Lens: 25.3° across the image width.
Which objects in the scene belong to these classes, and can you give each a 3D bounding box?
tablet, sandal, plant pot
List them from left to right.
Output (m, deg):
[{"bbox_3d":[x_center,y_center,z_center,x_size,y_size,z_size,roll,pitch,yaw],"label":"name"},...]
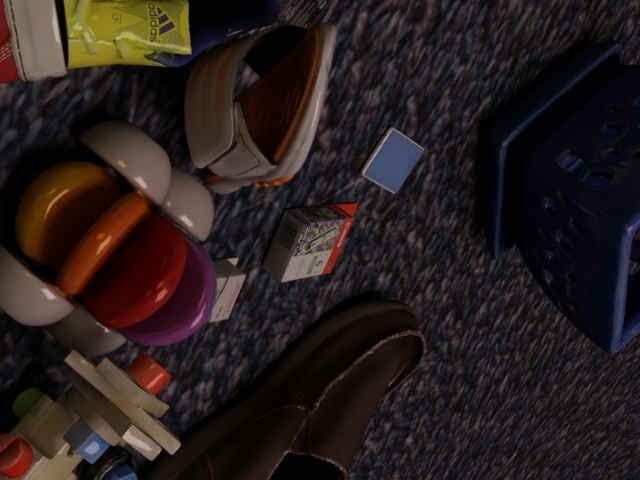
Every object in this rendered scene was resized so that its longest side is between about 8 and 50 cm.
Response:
[{"bbox_3d":[-0.065,-0.086,1.008,0.265,0.076,0.102,156,-51,-67],"label":"sandal"},{"bbox_3d":[0.070,-0.077,1.376,0.054,0.006,0.083,-57,152,5],"label":"tablet"},{"bbox_3d":[0.309,-0.060,1.536,0.236,0.212,0.236,-41,149,-24],"label":"plant pot"}]

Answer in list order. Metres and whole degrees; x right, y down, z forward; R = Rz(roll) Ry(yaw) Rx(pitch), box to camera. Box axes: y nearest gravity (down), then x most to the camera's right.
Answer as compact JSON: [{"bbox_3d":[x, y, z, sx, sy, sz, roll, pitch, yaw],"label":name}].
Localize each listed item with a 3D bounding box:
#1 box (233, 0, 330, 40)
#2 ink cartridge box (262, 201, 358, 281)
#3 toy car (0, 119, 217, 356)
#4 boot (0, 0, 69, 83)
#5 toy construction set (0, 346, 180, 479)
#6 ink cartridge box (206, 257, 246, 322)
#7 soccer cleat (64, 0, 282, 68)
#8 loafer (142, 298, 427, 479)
[{"bbox_3d":[-0.030,-0.177,1.101,0.083,0.018,0.067,-52,152,-2],"label":"box"},{"bbox_3d":[0.000,0.000,1.331,0.115,0.029,0.063,-8,128,-52],"label":"ink cartridge box"},{"bbox_3d":[-0.137,0.016,1.030,0.159,0.136,0.182,-52,152,-4],"label":"toy car"},{"bbox_3d":[-0.229,-0.196,0.720,0.176,0.088,0.244,-5,102,-5],"label":"boot"},{"bbox_3d":[-0.242,0.186,1.052,0.327,0.151,0.215,-36,149,1],"label":"toy construction set"},{"bbox_3d":[-0.096,0.044,1.236,0.083,0.028,0.048,-9,129,-53],"label":"ink cartridge box"},{"bbox_3d":[-0.142,-0.142,0.864,0.289,0.121,0.093,-24,140,-43],"label":"soccer cleat"},{"bbox_3d":[-0.012,0.201,1.428,0.366,0.130,0.134,-39,148,-26],"label":"loafer"}]
